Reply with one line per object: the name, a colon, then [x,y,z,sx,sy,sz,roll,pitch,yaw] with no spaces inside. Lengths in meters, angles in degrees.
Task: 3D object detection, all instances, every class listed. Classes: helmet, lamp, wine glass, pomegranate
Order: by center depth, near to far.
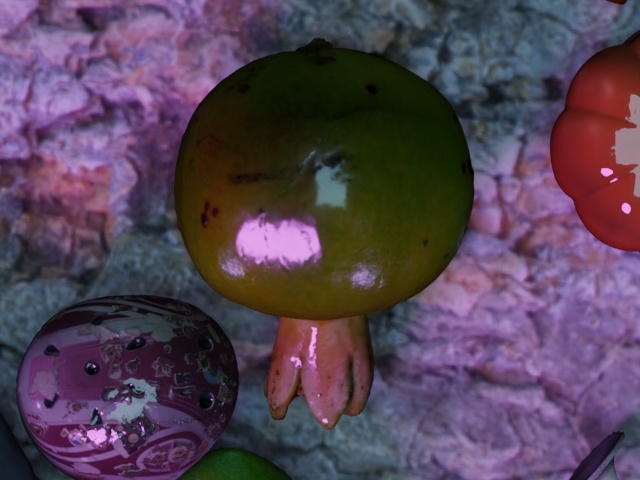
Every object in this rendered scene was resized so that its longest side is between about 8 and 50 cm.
pomegranate: [0.000,0.000,1.382,0.235,0.236,0.302,2,104,2]
lamp: [0.270,-0.074,1.386,0.187,0.164,0.188,0,90,4]
helmet: [-0.164,0.110,1.398,0.177,0.107,0.153,-15,66,30]
wine glass: [0.287,0.241,1.438,0.195,0.079,0.079,42,93,1]

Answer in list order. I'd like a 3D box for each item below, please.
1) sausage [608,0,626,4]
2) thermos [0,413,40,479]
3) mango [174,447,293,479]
sausage: [0.190,-0.225,1.444,0.131,0.041,0.039,20,114,2]
thermos: [-0.291,0.185,1.407,0.145,0.182,0.286,-41,75,20]
mango: [-0.113,0.345,1.398,0.225,0.201,0.382,17,84,19]
